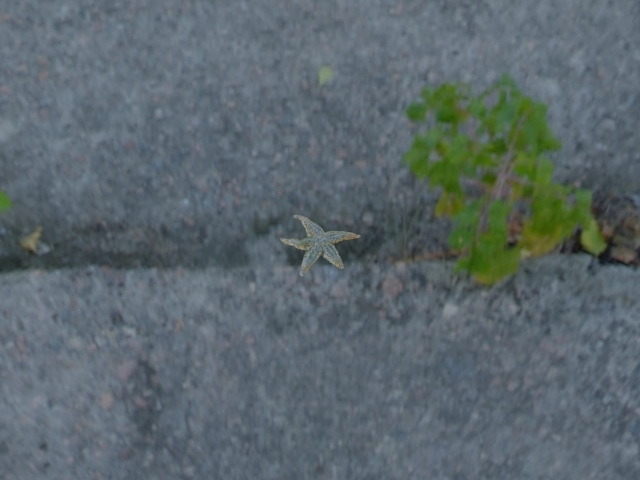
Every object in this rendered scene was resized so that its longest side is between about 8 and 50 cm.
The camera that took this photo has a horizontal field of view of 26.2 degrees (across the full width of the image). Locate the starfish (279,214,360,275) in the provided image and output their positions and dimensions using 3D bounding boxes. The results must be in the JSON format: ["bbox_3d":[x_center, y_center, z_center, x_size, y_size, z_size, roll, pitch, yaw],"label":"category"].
[{"bbox_3d":[0.000,0.000,1.606,0.086,0.016,0.092,-26,62,-17],"label":"starfish"}]
